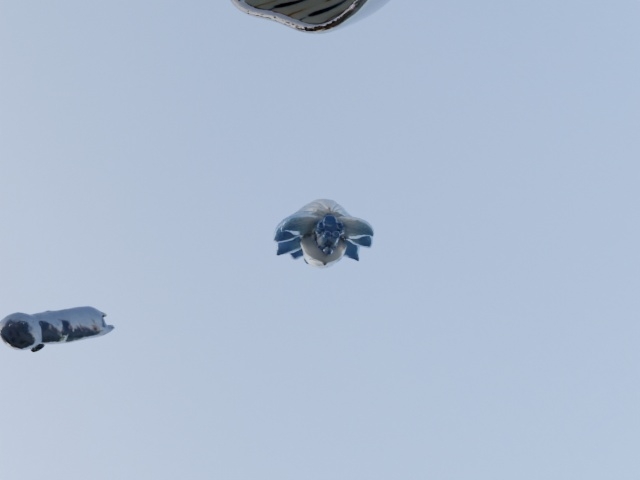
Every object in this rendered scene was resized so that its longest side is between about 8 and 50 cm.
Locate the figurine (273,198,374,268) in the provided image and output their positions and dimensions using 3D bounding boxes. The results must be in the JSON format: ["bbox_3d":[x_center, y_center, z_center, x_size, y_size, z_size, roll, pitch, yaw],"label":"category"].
[{"bbox_3d":[0.000,0.000,1.195,0.114,0.079,0.114,-9,-26,-4],"label":"figurine"}]

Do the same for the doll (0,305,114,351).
[{"bbox_3d":[-0.239,0.079,0.991,0.027,0.125,0.037,-49,-117,28],"label":"doll"}]

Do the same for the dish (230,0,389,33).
[{"bbox_3d":[0.025,-0.194,0.586,0.066,0.191,0.190,11,-67,-42],"label":"dish"}]
